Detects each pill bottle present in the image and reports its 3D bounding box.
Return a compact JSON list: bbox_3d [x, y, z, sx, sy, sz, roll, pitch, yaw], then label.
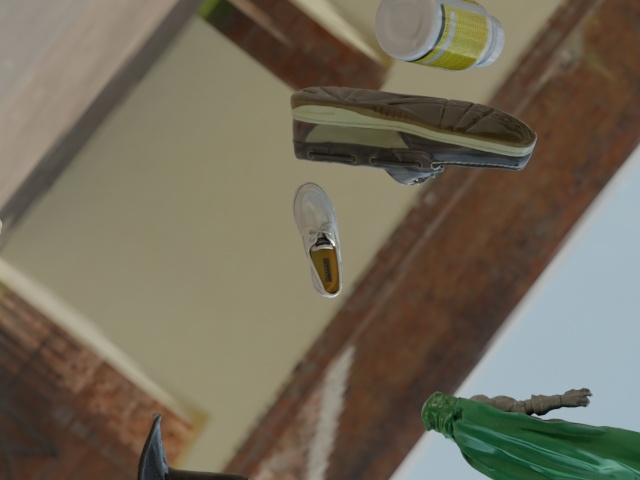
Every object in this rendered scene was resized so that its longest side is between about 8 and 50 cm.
[{"bbox_3d":[0.103,-0.176,1.457,0.116,0.065,0.065,5,132,-50],"label":"pill bottle"}]

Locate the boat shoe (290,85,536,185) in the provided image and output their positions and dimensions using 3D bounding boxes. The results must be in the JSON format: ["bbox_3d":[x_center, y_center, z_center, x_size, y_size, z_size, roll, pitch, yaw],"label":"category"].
[{"bbox_3d":[0.079,-0.085,1.533,0.080,0.223,0.073,-48,145,-60],"label":"boat shoe"}]

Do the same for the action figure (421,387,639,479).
[{"bbox_3d":[0.183,0.157,1.310,0.137,0.232,0.063,82,31,-45],"label":"action figure"}]

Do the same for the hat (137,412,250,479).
[{"bbox_3d":[-0.133,0.367,2.087,0.331,0.134,0.331,-6,90,-89],"label":"hat"}]

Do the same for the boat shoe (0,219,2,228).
[{"bbox_3d":[-0.426,-0.032,1.573,0.285,0.089,0.104,-8,145,-33],"label":"boat shoe"}]

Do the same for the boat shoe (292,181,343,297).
[{"bbox_3d":[0.000,0.000,1.463,0.035,0.100,0.035,-10,-175,-8],"label":"boat shoe"}]
